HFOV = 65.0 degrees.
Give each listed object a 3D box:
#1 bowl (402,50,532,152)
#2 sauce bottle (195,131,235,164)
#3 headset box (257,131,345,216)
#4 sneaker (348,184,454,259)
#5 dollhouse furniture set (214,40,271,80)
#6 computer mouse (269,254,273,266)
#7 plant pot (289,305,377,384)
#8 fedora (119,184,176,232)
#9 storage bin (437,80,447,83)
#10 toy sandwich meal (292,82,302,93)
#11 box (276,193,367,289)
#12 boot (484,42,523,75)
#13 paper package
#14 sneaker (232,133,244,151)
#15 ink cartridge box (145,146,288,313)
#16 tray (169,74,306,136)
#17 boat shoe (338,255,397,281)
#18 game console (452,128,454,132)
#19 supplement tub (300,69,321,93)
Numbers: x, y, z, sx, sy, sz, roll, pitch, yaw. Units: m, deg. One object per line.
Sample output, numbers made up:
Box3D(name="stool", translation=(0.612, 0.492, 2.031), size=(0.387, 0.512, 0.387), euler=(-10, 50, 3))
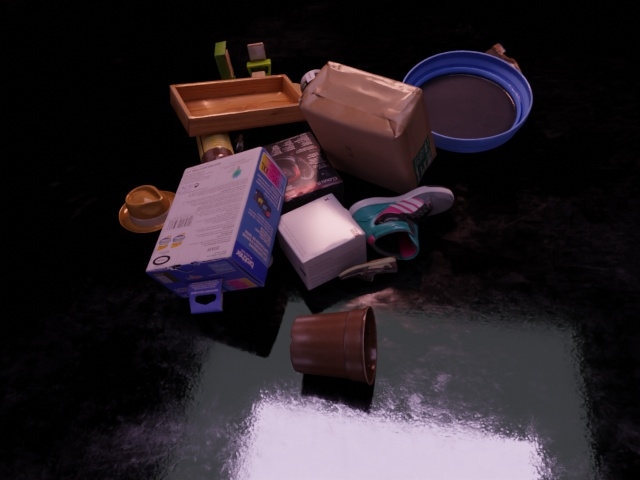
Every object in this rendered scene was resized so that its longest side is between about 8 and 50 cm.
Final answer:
Box3D(name="bowl", translation=(0.444, -0.430, 1.557), size=(0.392, 0.077, 0.390), euler=(-3, 58, 4))
Box3D(name="sauce bottle", translation=(-0.325, -0.259, 1.587), size=(0.112, 0.111, 0.344), euler=(-15, 50, -5))
Box3D(name="headset box", translation=(-0.073, -0.169, 1.472), size=(0.218, 0.110, 0.293), euler=(-21, 50, -10))
Box3D(name="sneaker", translation=(0.238, -0.042, 1.313), size=(0.296, 0.123, 0.178), euler=(-13, 53, -10))
Box3D(name="dollhouse furniture set", translation=(-0.277, -0.599, 1.847), size=(0.198, 0.151, 0.301), euler=(-8, 49, 1))
Box3D(name="computer mouse", translation=(-0.224, 0.044, 1.352), size=(0.193, 0.042, 0.105), euler=(-2, 48, 6))
Box3D(name="plant pot", translation=(0.029, 0.224, 1.093), size=(0.165, 0.166, 0.166), euler=(-2, 49, 16))
Box3D(name="fedora", translation=(-0.515, -0.108, 1.499), size=(0.195, 0.079, 0.194), euler=(-3, 49, 4))
Box3D(name="storage bin", translation=(0.417, -0.506, 1.719), size=(0.135, 0.098, 0.091), euler=(13, 42, 18))
Box3D(name="toy sandwich meal", translation=(-0.097, -0.554, 1.868), size=(0.086, 0.029, 0.085), euler=(3, 54, -3))
Box3D(name="box", translation=(0.000, 0.000, 1.310), size=(0.182, 0.119, 0.181), euler=(-25, 50, -14))
Box3D(name="boot", translation=(0.641, -0.606, 1.800), size=(0.106, 0.082, 0.219), euler=(-28, 52, 12))
Box3D(name="paper package", translation=(0.144, -0.300, 1.398), size=(0.310, 0.325, 0.168), euler=(27, 78, 26))
Box3D(name="sneaker", translation=(-0.280, -0.324, 1.693), size=(0.035, 0.031, 0.083), euler=(-11, 43, 16))
Box3D(name="ink cartridge box", translation=(-0.257, -0.016, 1.258), size=(0.270, 0.151, 0.395), euler=(-10, 51, 29))
Box3D(name="tray", translation=(-0.264, -0.452, 1.665), size=(0.411, 0.076, 0.202), euler=(-15, 51, -25))
Box3D(name="boat shoe", translation=(0.122, 0.079, 1.267), size=(0.153, 0.056, 0.049), euler=(-17, 82, -1))
Box3D(name="game console", translation=(0.502, -0.354, 1.567), size=(0.124, 0.085, 0.144), euler=(0, 44, 43))
Box3D(name="supplement tub", translation=(0.001, -0.498, 1.745), size=(0.117, 0.116, 0.190), euler=(-13, 48, -4))
